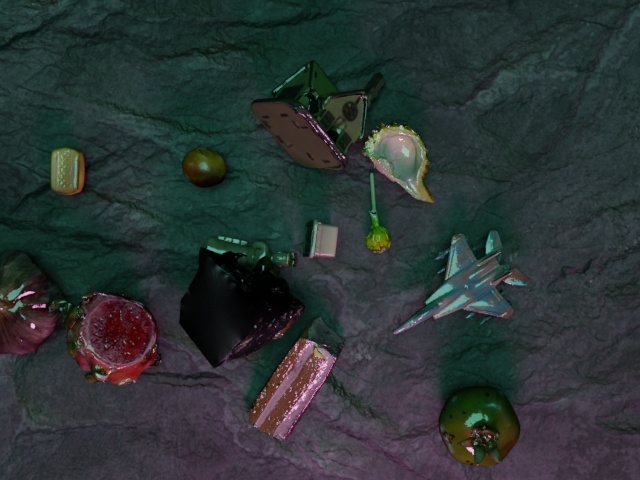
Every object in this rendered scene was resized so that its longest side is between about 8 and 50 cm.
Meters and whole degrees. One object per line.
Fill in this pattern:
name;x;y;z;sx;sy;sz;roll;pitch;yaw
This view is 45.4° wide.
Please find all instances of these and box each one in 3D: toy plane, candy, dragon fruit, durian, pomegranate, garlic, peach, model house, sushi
toy plane;0.304;0.121;1.746;0.326;0.104;0.223;-33;86;5
candy;0.128;-0.065;1.793;0.062;0.058;0.193;-13;75;33
dragon fruit;-0.474;0.215;1.712;0.282;0.147;0.211;34;72;-18
durian;0.190;-0.175;1.780;0.140;0.078;0.224;-36;97;-12
pomegranate;0.349;0.414;1.669;0.182;0.224;0.181;0;96;3
garlic;-0.718;0.144;1.756;0.245;0.160;0.244;0;86;2
peach;-0.268;-0.168;1.782;0.101;0.101;0.100;0;87;2
model house;0.017;-0.332;1.743;0.218;0.205;0.278;47;68;-32
sushi;-0.159;0.148;1.695;0.215;0.212;0.227;45;130;33

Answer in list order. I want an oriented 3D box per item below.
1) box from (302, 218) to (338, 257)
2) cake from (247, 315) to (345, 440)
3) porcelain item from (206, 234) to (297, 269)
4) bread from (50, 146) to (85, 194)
box;0.000;0.000;1.757;0.062;0.122;0.089;7;87;-10
cake;-0.057;0.322;1.754;0.116;0.113;0.295;32;95;5
porcelain item;-0.159;0.036;1.790;0.213;0.054;0.084;5;90;3
bread;-0.597;-0.165;1.818;0.082;0.056;0.115;-1;92;6
